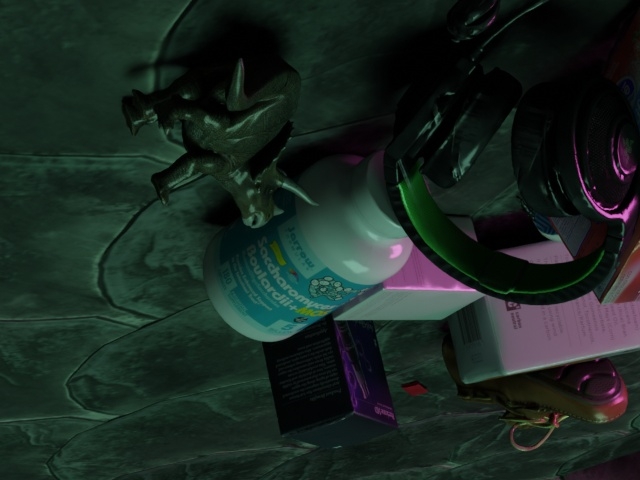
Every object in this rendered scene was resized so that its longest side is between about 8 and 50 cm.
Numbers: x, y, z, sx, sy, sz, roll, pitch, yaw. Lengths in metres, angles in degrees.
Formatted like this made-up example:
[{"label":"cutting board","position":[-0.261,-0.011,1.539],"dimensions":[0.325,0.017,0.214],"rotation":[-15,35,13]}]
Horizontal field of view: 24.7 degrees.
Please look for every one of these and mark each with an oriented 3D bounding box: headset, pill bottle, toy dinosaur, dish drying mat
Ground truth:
[{"label":"headset","position":[0.163,-0.085,1.320],"dimensions":[0.243,0.185,0.394],"rotation":[18,135,22]},{"label":"pill bottle","position":[0.000,0.000,1.572],"dimensions":[0.146,0.146,0.264],"rotation":[4,154,-40]},{"label":"toy dinosaur","position":[-0.080,-0.117,1.294],"dimensions":[0.160,0.121,0.313],"rotation":[-21,159,-18]},{"label":"dish drying mat","position":[0.169,0.266,2.618],"dimensions":[0.032,0.008,0.083],"rotation":[-17,161,12]}]

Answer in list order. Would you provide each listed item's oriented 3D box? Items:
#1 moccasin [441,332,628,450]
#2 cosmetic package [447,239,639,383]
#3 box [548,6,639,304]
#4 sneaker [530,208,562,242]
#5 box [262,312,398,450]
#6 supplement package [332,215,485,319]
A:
[{"label":"moccasin","position":[0.312,0.221,2.162],"dimensions":[0.139,0.147,0.380],"rotation":[-20,-166,-32]},{"label":"cosmetic package","position":[0.412,0.068,1.959],"dimensions":[0.453,0.161,0.230],"rotation":[-11,173,-9]},{"label":"box","position":[0.351,-0.094,1.414],"dimensions":[0.142,0.154,0.300],"rotation":[-4,137,-25]},{"label":"sneaker","position":[0.374,-0.053,1.790],"dimensions":[0.229,0.087,0.092],"rotation":[-11,168,13]},{"label":"box","position":[0.006,0.157,1.912],"dimensions":[0.108,0.207,0.153],"rotation":[-21,159,19]},{"label":"supplement package","position":[0.102,0.034,1.794],"dimensions":[0.179,0.105,0.105],"rotation":[3,154,-38]}]
